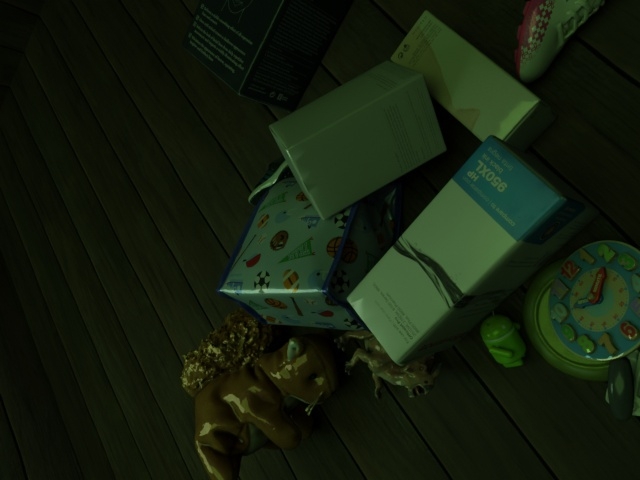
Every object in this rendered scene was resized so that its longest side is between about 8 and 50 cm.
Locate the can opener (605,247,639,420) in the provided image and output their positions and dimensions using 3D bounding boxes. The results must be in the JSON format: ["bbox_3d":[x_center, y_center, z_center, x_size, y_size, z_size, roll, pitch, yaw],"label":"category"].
[{"bbox_3d":[0.526,0.155,0.824,0.076,0.095,0.283,10,95,35],"label":"can opener"}]

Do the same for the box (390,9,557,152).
[{"bbox_3d":[0.304,-0.310,1.012,0.121,0.148,0.311,-51,61,25],"label":"box"}]

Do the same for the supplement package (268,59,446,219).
[{"bbox_3d":[0.072,-0.211,1.034,0.293,0.177,0.175,-29,33,-2],"label":"supplement package"}]

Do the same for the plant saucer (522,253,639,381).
[{"bbox_3d":[0.494,0.143,0.930,0.241,0.037,0.241,-1,88,36],"label":"plant saucer"}]

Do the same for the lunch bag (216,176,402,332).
[{"bbox_3d":[0.000,0.000,1.165,0.327,0.239,0.385,-4,56,35],"label":"lunch bag"}]

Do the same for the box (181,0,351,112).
[{"bbox_3d":[-0.133,-0.591,1.298,0.293,0.212,0.395,45,115,29],"label":"box"}]

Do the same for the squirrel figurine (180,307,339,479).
[{"bbox_3d":[-0.150,0.333,1.268,0.370,0.281,0.397,-48,66,19],"label":"squirrel figurine"}]

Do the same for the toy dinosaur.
[{"bbox_3d":[0.155,0.229,1.135,0.200,0.127,0.296,-34,57,23],"label":"toy dinosaur"}]

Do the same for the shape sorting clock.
[{"bbox_3d":[0.469,0.099,0.850,0.206,0.040,0.206,-163,90,-72],"label":"shape sorting clock"}]

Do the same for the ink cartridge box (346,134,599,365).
[{"bbox_3d":[0.280,0.030,0.936,0.395,0.285,0.166,-52,60,24],"label":"ink cartridge box"}]

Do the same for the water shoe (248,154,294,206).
[{"bbox_3d":[-0.122,-0.169,1.385,0.203,0.073,0.080,-37,42,31],"label":"water shoe"}]

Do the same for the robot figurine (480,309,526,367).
[{"bbox_3d":[0.360,0.196,0.995,0.067,0.101,0.115,-22,106,42],"label":"robot figurine"}]

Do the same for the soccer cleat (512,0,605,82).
[{"bbox_3d":[0.464,-0.449,0.912,0.143,0.116,0.331,25,104,34],"label":"soccer cleat"}]
